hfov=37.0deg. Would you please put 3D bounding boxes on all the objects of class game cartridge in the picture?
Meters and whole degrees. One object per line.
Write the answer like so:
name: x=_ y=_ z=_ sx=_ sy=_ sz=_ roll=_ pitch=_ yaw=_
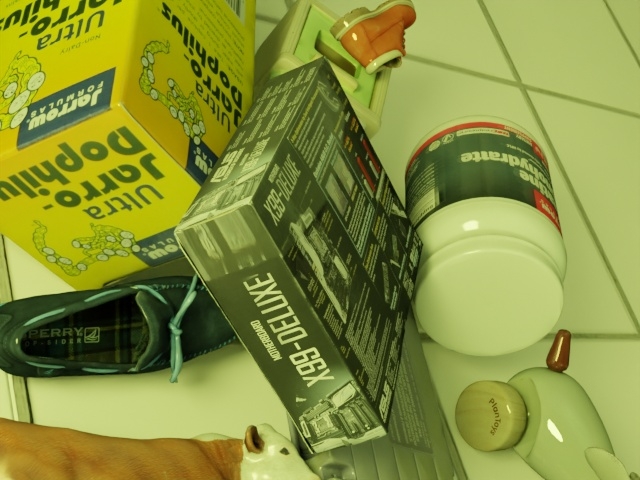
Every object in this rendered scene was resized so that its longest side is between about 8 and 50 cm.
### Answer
game cartridge: x=0.036 y=0.128 z=1.010 sx=0.230 sy=0.068 sz=0.355 roll=32 pitch=38 yaw=-48

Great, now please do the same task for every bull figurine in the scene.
bull figurine: x=-0.145 y=0.229 z=0.771 sx=0.310 sy=0.101 sz=0.188 roll=12 pitch=55 yaw=-24

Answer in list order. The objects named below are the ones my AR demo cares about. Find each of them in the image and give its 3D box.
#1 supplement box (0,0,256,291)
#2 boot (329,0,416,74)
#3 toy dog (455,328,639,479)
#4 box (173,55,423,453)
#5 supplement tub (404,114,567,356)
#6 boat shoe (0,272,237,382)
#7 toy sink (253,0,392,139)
supplement box: x=-0.194 y=-0.162 z=0.929 sx=0.195 sy=0.194 sz=0.356 roll=48 pitch=30 yaw=-45
boot: x=0.085 y=-0.257 z=1.217 sx=0.084 sy=0.059 sz=0.158 roll=52 pitch=45 yaw=5
toy dog: x=0.321 y=0.224 z=1.066 sx=0.334 sy=0.161 sz=0.220 roll=30 pitch=20 yaw=24
box: x=0.000 y=0.000 z=0.883 sx=0.242 sy=0.077 sz=0.307 roll=60 pitch=26 yaw=-24
supplement tub: x=0.199 y=-0.012 z=1.181 sx=0.191 sy=0.191 sz=0.272 roll=30 pitch=35 yaw=-19
boat shoe: x=-0.170 y=0.090 z=0.862 sx=0.258 sy=0.089 sz=0.109 roll=-12 pitch=99 yaw=-37
toy sink: x=-0.012 y=-0.175 z=1.195 sx=0.153 sy=0.131 sz=0.234 roll=33 pitch=42 yaw=-16
